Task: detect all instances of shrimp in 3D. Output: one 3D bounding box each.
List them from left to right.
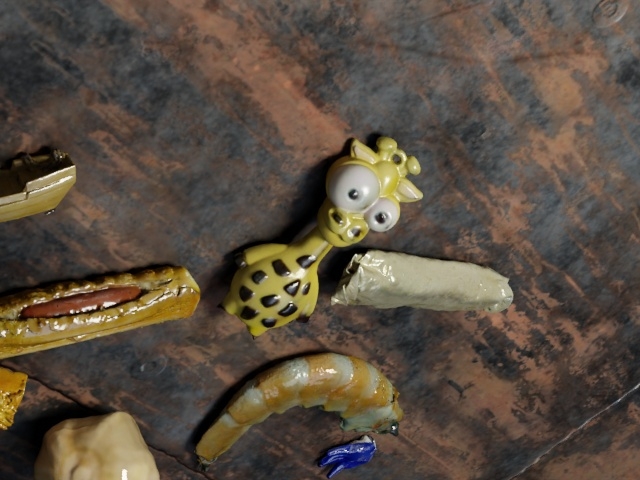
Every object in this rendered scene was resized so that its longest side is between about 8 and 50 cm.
[{"bbox_3d":[-0.030,0.220,2.066,0.287,0.068,0.185,-19,139,-10],"label":"shrimp"}]

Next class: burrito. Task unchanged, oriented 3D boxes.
[{"bbox_3d":[0.131,0.055,1.990,0.275,0.059,0.082,6,138,-36],"label":"burrito"}]

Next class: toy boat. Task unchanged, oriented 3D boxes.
[{"bbox_3d":[-0.345,-0.054,1.570,0.206,0.064,0.072,-12,124,-21],"label":"toy boat"}]

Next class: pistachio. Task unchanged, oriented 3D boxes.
[{"bbox_3d":[-0.268,0.294,1.952,0.157,0.157,0.229,-24,154,-6],"label":"pistachio"}]

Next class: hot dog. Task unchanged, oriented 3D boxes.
[{"bbox_3d":[-0.271,0.079,1.761,0.289,0.068,0.083,-12,162,-26],"label":"hot dog"}]

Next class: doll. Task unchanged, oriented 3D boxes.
[{"bbox_3d":[0.000,0.001,1.824,0.117,0.086,0.291,39,108,-19],"label":"doll"}]

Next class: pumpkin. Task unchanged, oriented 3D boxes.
[{"bbox_3d":[-0.381,0.172,1.807,0.083,0.054,0.074,16,134,-18],"label":"pumpkin"}]

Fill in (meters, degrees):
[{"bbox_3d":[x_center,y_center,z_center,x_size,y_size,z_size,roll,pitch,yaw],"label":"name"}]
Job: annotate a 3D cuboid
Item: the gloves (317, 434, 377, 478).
[{"bbox_3d":[0.038,0.306,2.238,0.086,0.026,0.064,-19,143,-13],"label":"gloves"}]
